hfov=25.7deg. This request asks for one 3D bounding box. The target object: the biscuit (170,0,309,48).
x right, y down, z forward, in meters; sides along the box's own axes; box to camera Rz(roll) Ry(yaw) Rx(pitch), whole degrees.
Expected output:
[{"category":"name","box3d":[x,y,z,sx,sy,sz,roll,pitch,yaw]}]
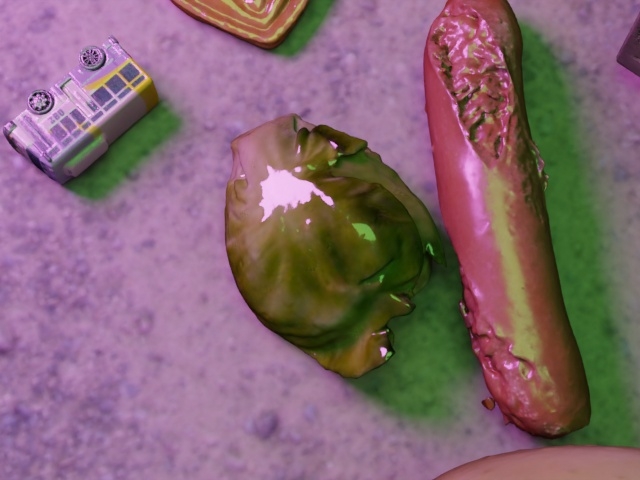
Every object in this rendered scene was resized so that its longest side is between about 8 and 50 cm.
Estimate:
[{"category":"biscuit","box3d":[-0.069,-0.242,1.035,0.141,0.029,0.221,-22,76,-5]}]

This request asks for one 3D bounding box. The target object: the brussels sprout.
[{"category":"brussels sprout","box3d":[-0.001,-0.001,0.944,0.139,0.100,0.181,-35,91,12]}]

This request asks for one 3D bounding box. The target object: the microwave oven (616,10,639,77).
[{"category":"microwave oven","box3d":[0.418,-0.143,0.906,0.355,0.218,0.286,35,78,9]}]

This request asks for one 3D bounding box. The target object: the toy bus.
[{"category":"toy bus","box3d":[-0.166,-0.088,0.987,0.102,0.052,0.058,-43,78,-11]}]

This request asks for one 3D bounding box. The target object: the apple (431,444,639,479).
[{"category":"apple","box3d":[0.164,0.288,0.744,0.357,0.357,0.357,0,76,1]}]

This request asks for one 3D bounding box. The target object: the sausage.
[{"category":"sausage","box3d":[0.119,-0.027,0.950,0.079,0.087,0.327,-18,74,33]}]
